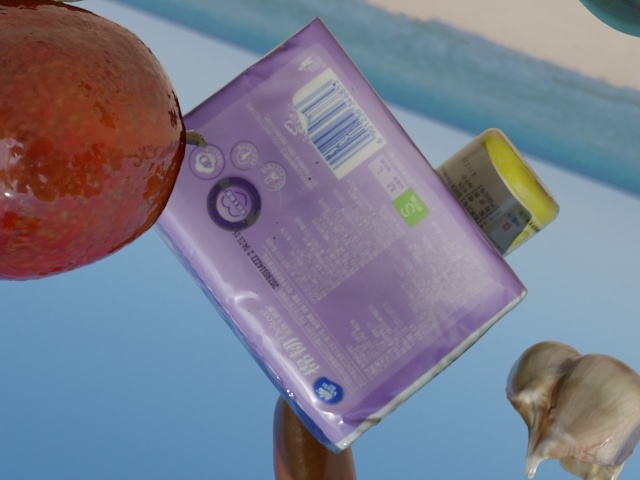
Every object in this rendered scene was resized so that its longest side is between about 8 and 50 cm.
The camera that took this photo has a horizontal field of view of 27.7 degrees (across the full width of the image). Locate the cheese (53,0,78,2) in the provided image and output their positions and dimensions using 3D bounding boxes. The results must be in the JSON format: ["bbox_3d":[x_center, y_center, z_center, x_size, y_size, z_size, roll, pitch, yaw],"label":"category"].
[{"bbox_3d":[-0.228,-0.321,1.018,0.177,0.270,0.069,-14,-167,-18],"label":"cheese"}]

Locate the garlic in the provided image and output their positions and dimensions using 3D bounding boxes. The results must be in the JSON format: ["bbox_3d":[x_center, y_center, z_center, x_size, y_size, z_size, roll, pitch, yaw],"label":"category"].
[{"bbox_3d":[0.227,0.154,1.181,0.099,0.124,0.174,15,-171,-33],"label":"garlic"}]

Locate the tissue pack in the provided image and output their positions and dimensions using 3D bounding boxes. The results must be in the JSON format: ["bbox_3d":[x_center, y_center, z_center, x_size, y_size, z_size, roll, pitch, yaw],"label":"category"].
[{"bbox_3d":[0.000,0.000,1.236,0.338,0.242,0.160,53,169,-3],"label":"tissue pack"}]

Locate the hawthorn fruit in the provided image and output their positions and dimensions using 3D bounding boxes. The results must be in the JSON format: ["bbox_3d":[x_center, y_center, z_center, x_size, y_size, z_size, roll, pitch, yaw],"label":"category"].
[{"bbox_3d":[-0.172,-0.067,0.874,0.225,0.196,0.196,-6,-158,-36],"label":"hawthorn fruit"}]

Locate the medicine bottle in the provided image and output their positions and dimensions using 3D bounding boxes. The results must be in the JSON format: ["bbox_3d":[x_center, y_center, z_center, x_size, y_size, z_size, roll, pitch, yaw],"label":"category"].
[{"bbox_3d":[0.140,-0.013,1.392,0.122,0.212,0.122,49,-168,-14],"label":"medicine bottle"}]

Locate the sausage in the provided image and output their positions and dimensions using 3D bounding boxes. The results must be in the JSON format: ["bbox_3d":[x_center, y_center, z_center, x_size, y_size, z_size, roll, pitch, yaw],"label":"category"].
[{"bbox_3d":[-0.003,0.264,1.377,0.098,0.238,0.098,-10,155,-5],"label":"sausage"}]

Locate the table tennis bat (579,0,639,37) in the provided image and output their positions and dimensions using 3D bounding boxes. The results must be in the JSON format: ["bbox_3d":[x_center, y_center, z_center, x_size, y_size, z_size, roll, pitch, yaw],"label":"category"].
[{"bbox_3d":[0.152,-0.196,0.691,0.201,0.124,0.033,48,-136,11],"label":"table tennis bat"}]
